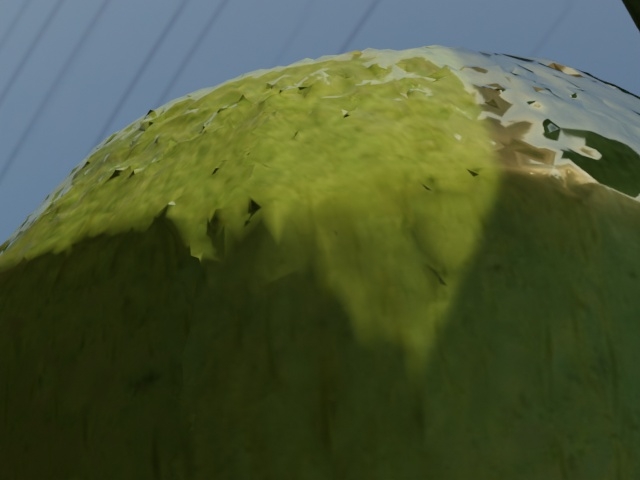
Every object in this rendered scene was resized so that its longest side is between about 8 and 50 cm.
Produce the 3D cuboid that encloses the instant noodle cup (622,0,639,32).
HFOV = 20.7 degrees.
[{"bbox_3d":[0.277,-0.186,1.158,0.157,0.070,0.179,-36,-138,18],"label":"instant noodle cup"}]

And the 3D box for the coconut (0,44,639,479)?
[{"bbox_3d":[0.039,0.113,0.511,0.281,0.328,0.328,-21,-133,35],"label":"coconut"}]
